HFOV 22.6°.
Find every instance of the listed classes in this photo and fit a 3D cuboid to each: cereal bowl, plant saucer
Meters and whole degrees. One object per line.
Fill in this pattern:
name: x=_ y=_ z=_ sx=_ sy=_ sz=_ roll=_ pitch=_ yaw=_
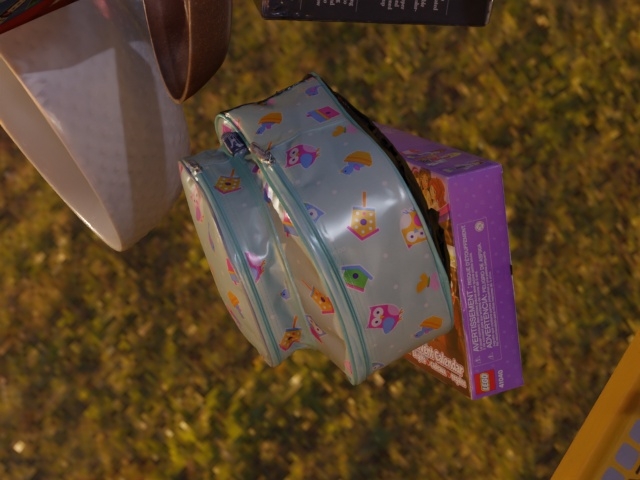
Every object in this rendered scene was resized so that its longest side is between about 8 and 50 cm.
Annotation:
cereal bowl: x=-0.222 y=-0.163 z=1.404 sx=0.141 sy=0.339 sz=0.339 roll=-38 pitch=37 yaw=-11
plant saucer: x=-0.074 y=-0.157 z=0.847 sx=0.029 sy=0.168 sz=0.168 roll=-9 pitch=37 yaw=-13

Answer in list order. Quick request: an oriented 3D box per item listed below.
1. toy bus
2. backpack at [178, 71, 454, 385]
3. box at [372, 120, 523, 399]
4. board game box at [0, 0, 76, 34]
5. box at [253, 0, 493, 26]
toy bus: x=0.379 y=0.253 z=1.912 sx=0.333 sy=0.130 sz=0.108 roll=-56 pitch=10 yaw=-16
backpack: x=0.001 y=0.000 z=1.026 sx=0.144 sy=0.166 sz=0.188 roll=-28 pitch=33 yaw=-16
box: x=0.080 y=0.006 z=1.469 sx=0.057 sy=0.201 sz=0.293 roll=-14 pitch=17 yaw=-21
board game box: x=-0.170 y=-0.199 z=1.084 sx=0.145 sy=0.027 sz=0.281 roll=-32 pitch=4 yaw=-32
box: x=0.039 y=-0.263 z=1.411 sx=0.207 sy=0.108 sz=0.153 roll=-1 pitch=26 yaw=-14
